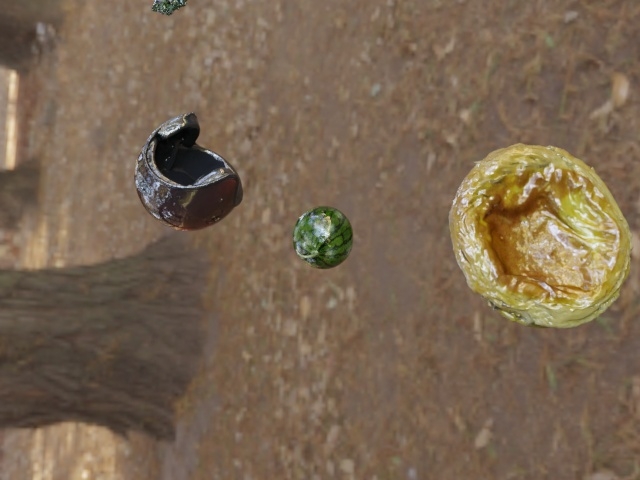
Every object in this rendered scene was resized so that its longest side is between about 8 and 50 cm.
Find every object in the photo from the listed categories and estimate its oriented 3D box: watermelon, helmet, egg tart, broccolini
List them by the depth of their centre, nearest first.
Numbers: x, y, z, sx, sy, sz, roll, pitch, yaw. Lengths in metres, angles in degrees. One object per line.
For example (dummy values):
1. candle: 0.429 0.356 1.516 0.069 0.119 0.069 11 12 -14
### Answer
1. watermelon: 0.005 -0.002 1.615 0.109 0.109 0.109 -175 90 -69
2. egg tart: 0.389 -0.002 1.891 0.150 0.352 0.352 126 144 -70
3. helmet: -0.244 -0.114 1.938 0.193 0.216 0.189 -49 61 25
4. broccolini: -0.385 -0.559 2.348 0.254 0.071 0.057 36 116 42
